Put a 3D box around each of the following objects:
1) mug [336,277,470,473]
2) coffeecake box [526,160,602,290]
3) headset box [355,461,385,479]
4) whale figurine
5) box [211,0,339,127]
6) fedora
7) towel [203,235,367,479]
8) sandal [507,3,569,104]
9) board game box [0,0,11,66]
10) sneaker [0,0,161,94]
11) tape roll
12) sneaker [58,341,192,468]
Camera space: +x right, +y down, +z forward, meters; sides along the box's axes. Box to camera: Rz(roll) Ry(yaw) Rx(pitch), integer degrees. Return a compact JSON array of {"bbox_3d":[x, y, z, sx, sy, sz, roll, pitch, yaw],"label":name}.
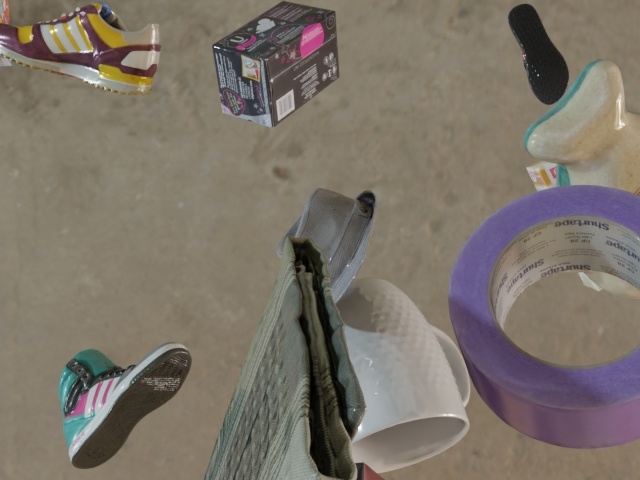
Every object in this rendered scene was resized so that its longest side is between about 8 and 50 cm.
[{"bbox_3d":[0.149,0.258,1.831,0.374,0.328,0.276,7,142,-35],"label":"mug"},{"bbox_3d":[0.385,-0.049,1.231,0.142,0.068,0.185,-27,95,1],"label":"coffeecake box"},{"bbox_3d":[0.010,0.414,1.314,0.218,0.110,0.293,-12,143,25],"label":"headset box"},{"bbox_3d":[0.280,-0.064,0.876,0.216,0.141,0.272,-49,126,6],"label":"whale figurine"},{"bbox_3d":[-0.088,-0.366,1.885,0.142,0.247,0.163,21,135,29],"label":"box"},{"bbox_3d":[0.000,0.000,1.703,0.124,0.275,0.244,29,131,-10],"label":"fedora"},{"bbox_3d":[-0.039,0.190,0.605,0.056,0.312,0.324,16,111,-10],"label":"towel"},{"bbox_3d":[0.367,-0.312,1.541,0.067,0.040,0.179,-20,80,10],"label":"sandal"},{"bbox_3d":[-0.543,-0.454,1.372,0.086,0.308,0.302,-5,81,-8],"label":"board game box"},{"bbox_3d":[-0.251,-0.210,0.945,0.185,0.069,0.084,17,104,6],"label":"sneaker"},{"bbox_3d":[0.197,0.056,0.700,0.189,0.189,0.080,-5,147,15],"label":"tape roll"},{"bbox_3d":[-0.363,0.247,1.637,0.295,0.178,0.124,-45,142,12],"label":"sneaker"}]
